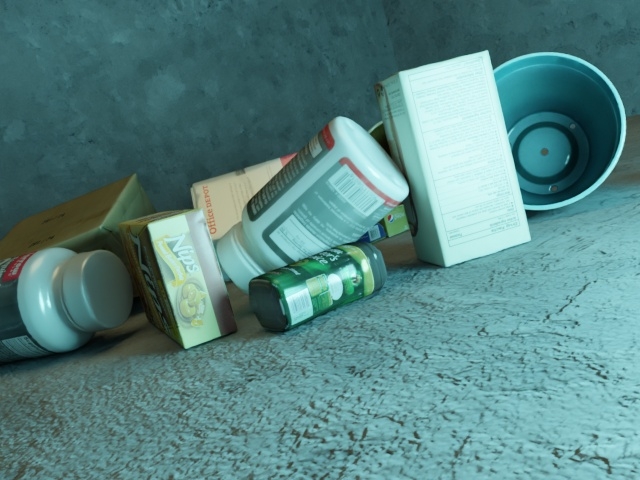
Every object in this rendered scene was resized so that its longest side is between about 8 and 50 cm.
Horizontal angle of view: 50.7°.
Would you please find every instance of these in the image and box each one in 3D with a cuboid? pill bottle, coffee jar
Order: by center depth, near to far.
[{"bbox_3d":[-0.001,0.059,0.934,0.184,0.079,0.096,-20,9,-33],"label":"coffee jar"},{"bbox_3d":[-0.018,-0.041,1.045,0.283,0.161,0.161,-41,-1,20],"label":"pill bottle"},{"bbox_3d":[-0.485,0.110,1.139,0.319,0.176,0.176,-12,8,19],"label":"pill bottle"}]

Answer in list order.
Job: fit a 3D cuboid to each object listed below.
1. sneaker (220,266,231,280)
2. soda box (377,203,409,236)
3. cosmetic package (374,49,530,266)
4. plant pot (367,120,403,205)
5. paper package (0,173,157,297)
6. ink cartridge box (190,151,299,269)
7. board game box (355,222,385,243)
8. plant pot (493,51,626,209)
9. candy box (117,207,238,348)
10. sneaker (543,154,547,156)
[{"bbox_3d":[-0.161,0.061,1.368,0.098,0.038,0.069,-17,7,-9],"label":"sneaker"},{"bbox_3d":[0.110,-0.039,1.494,0.061,0.058,0.181,-20,10,-32],"label":"soda box"},{"bbox_3d":[0.202,-0.124,1.050,0.153,0.296,0.129,-15,7,-12],"label":"cosmetic package"},{"bbox_3d":[0.205,-0.154,1.643,0.237,0.237,0.254,-15,-8,1],"label":"plant pot"},{"bbox_3d":[-0.518,0.033,1.423,0.325,0.168,0.309,-20,25,9],"label":"paper package"},{"bbox_3d":[-0.137,-0.068,1.556,0.283,0.117,0.207,-17,50,-1],"label":"ink cartridge box"},{"bbox_3d":[0.000,0.000,1.419,0.194,0.060,0.194,-21,11,-39],"label":"board game box"},{"bbox_3d":[0.416,-0.181,1.269,0.272,0.271,0.255,-12,-7,19],"label":"plant pot"},{"bbox_3d":[-0.236,0.049,1.068,0.088,0.182,0.316,-19,9,-22],"label":"candy box"},{"bbox_3d":[0.508,-0.148,1.541,0.082,0.069,0.209,33,28,33],"label":"sneaker"}]
